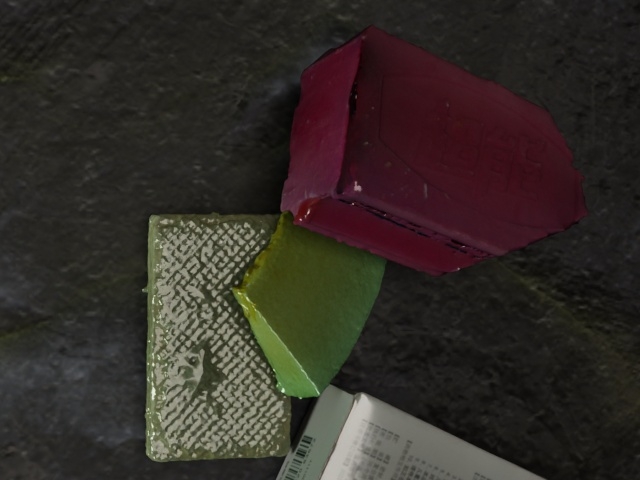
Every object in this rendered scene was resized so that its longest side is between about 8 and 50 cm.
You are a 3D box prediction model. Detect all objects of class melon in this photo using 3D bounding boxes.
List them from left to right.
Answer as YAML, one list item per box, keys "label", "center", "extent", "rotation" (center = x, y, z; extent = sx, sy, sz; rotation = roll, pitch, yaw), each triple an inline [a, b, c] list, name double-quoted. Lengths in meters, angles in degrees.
- label: "melon"
  center: [0.001, -0.001, 1.235]
  extent: [0.114, 0.053, 0.262]
  rotation: [29, 64, -18]

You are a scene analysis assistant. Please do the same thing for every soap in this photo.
- label: "soap"
  center: [0.098, -0.058, 1.227]
  extent: [0.250, 0.099, 0.162]
  rotation: [20, 60, -31]

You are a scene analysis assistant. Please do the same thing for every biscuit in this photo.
- label: "biscuit"
  center: [-0.082, 0.077, 1.223]
  extent: [0.121, 0.040, 0.199]
  rotation: [0, 88, -18]

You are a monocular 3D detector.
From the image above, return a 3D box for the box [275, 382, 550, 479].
- label: "box"
  center: [0.099, 0.267, 1.246]
  extent: [0.299, 0.106, 0.200]
  rotation: [27, 81, -18]
